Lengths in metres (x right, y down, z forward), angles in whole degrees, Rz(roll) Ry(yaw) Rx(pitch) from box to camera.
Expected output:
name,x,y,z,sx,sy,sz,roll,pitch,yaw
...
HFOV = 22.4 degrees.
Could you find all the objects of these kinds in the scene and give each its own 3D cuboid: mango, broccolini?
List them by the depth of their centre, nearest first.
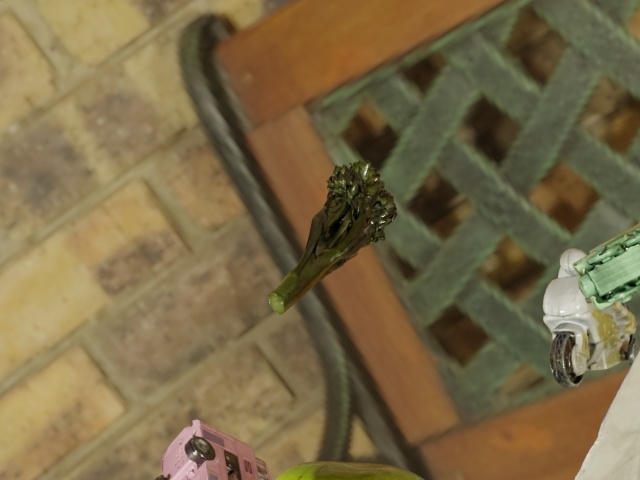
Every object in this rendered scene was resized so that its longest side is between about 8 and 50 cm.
name,x,y,z,sx,sy,sz,roll,pitch,yaw
mango,0.029,0.242,1.439,0.163,0.089,0.117,2,-5,15
broccolini,0.017,0.005,1.463,0.068,0.091,0.202,7,40,17

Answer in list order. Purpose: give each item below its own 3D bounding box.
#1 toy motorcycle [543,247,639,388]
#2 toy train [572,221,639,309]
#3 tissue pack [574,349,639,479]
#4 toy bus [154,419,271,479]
name,x,y,z,sx,sy,sz,roll,pitch,yaw
toy motorcycle,0.304,0.078,1.827,0.074,0.151,0.228,-8,7,34
toy train,0.177,0.007,0.882,0.083,0.033,0.053,-29,2,4
tissue pack,0.318,0.159,1.034,0.209,0.269,0.137,-63,19,-1
toy bus,-0.074,0.225,1.231,0.063,0.090,0.203,-49,28,22
